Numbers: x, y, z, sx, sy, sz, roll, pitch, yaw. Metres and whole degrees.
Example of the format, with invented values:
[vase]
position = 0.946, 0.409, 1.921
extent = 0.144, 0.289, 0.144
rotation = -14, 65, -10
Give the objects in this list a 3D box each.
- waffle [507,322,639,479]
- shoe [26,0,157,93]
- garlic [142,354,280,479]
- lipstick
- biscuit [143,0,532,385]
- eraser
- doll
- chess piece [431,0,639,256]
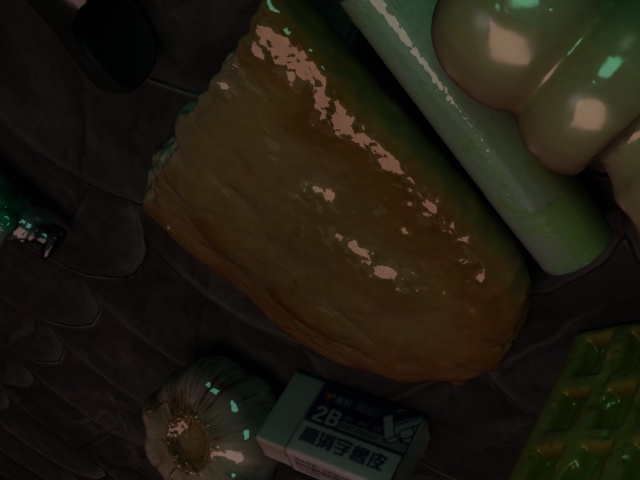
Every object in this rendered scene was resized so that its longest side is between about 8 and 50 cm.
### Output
[waffle]
position = 0.282, 0.157, 0.773
extent = 0.055, 0.221, 0.248
rotation = 45, 147, -15
[shoe]
position = -0.204, -0.236, 0.819
extent = 0.093, 0.108, 0.241
rotation = 9, 147, 33
[garlic]
position = -0.139, 0.307, 1.439
extent = 0.245, 0.245, 0.253
rotation = 16, -178, 28
[lipstick]
position = 0.127, -0.099, 0.717
extent = 0.076, 0.076, 0.304
rotation = -13, 124, 51
[biscuit]
position = -0.001, 0.001, 0.939
extent = 0.446, 0.104, 0.429
rotation = 45, 147, -14
[eraser]
position = 0.031, 0.270, 1.249
extent = 0.210, 0.124, 0.068
rotation = 15, 144, 28
[doll]
position = -0.507, -0.048, 1.291
extent = 0.258, 0.153, 0.195
rotation = 38, -173, 18
[chess piece]
position = 0.207, -0.088, 0.604
extent = 0.300, 0.167, 0.167
rotation = 40, 149, 4
